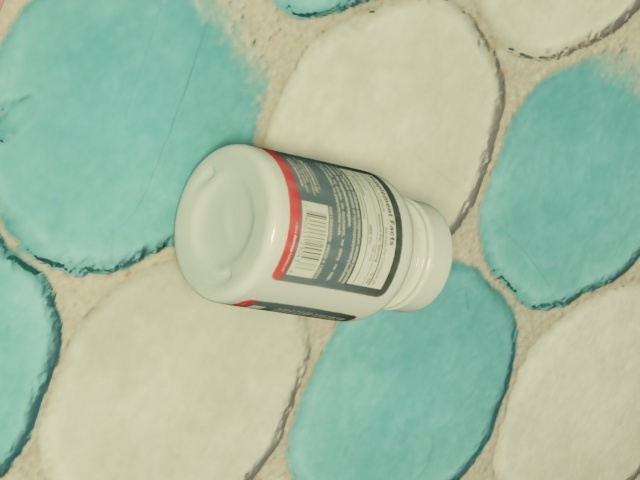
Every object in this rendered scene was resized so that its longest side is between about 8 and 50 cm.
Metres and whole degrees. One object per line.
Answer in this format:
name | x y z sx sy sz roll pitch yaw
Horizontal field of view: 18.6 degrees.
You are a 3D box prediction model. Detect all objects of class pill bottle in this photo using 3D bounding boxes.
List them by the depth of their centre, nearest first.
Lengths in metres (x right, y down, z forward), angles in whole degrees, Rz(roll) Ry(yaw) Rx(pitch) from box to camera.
pill bottle | 0.000 0.000 1.337 0.180 0.108 0.108 11 106 -42

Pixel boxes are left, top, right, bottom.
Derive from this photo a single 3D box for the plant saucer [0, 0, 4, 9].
plant saucer | -0.309 -0.176 0.993 0.332 0.084 0.332 -20 121 -37
